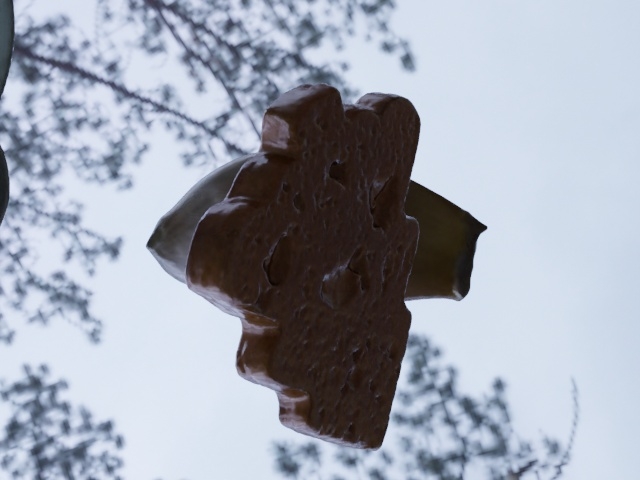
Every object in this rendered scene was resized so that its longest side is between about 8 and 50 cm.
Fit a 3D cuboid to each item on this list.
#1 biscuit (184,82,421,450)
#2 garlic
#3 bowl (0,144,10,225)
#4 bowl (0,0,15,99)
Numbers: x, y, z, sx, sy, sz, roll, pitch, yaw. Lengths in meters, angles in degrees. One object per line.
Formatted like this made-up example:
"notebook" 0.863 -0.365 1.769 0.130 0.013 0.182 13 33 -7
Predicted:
"biscuit" 0.004 0.033 0.923 0.284 0.043 0.306 -39 -53 -47
"garlic" 0.000 -0.009 1.162 0.112 0.318 0.143 46 -131 -74
"bowl" -0.541 -0.059 1.497 0.287 0.144 0.286 14 -119 -26
"bowl" -0.395 -0.164 0.876 0.313 0.313 0.146 27 -174 -46
